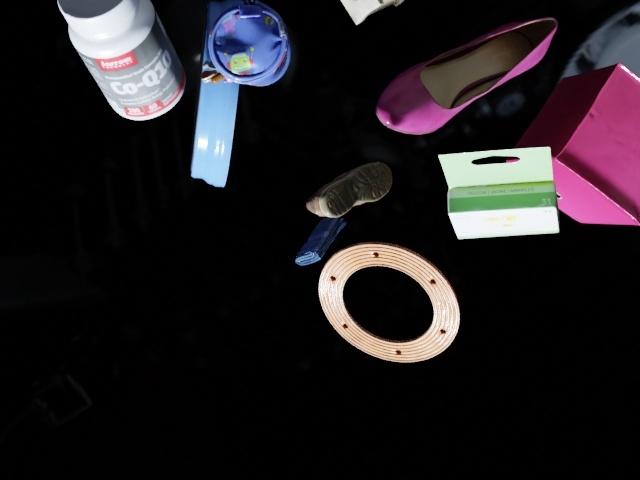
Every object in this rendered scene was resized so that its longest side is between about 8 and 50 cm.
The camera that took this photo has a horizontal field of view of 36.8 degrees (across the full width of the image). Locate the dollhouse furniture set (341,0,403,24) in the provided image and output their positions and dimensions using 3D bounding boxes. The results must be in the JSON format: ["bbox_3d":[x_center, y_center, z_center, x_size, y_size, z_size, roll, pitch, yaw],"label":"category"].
[{"bbox_3d":[0.116,-0.466,1.552,0.129,0.183,0.129,-35,-87,-42],"label":"dollhouse furniture set"}]

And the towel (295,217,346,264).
[{"bbox_3d":[0.000,0.000,1.851,0.029,0.067,0.119,49,-131,-19],"label":"towel"}]

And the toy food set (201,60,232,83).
[{"bbox_3d":[-0.176,-0.319,1.780,0.019,0.122,0.078,53,-139,-45],"label":"toy food set"}]

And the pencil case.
[{"bbox_3d":[-0.110,-0.320,1.573,0.306,0.119,0.133,-93,12,-82],"label":"pencil case"}]

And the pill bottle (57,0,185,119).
[{"bbox_3d":[-0.364,-0.365,1.773,0.283,0.161,0.161,68,-178,-60],"label":"pill bottle"}]

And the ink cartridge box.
[{"bbox_3d":[0.284,-0.069,1.512,0.235,0.171,0.056,50,-141,-66],"label":"ink cartridge box"}]

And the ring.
[{"bbox_3d":[0.156,0.139,2.193,0.336,0.336,0.032,50,-141,-15],"label":"ring"}]

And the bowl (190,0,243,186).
[{"bbox_3d":[-0.220,-0.310,2.019,0.077,0.391,0.391,5,-140,-9],"label":"bowl"}]

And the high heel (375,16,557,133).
[{"bbox_3d":[0.262,-0.312,1.727,0.377,0.181,0.127,-33,-95,-36],"label":"high heel"}]

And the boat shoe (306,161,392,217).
[{"bbox_3d":[0.048,-0.086,1.592,0.178,0.060,0.064,-27,-72,-40],"label":"boat shoe"}]

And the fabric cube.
[{"bbox_3d":[0.616,-0.201,2.111,0.254,0.259,0.258,36,175,-12],"label":"fabric cube"}]
